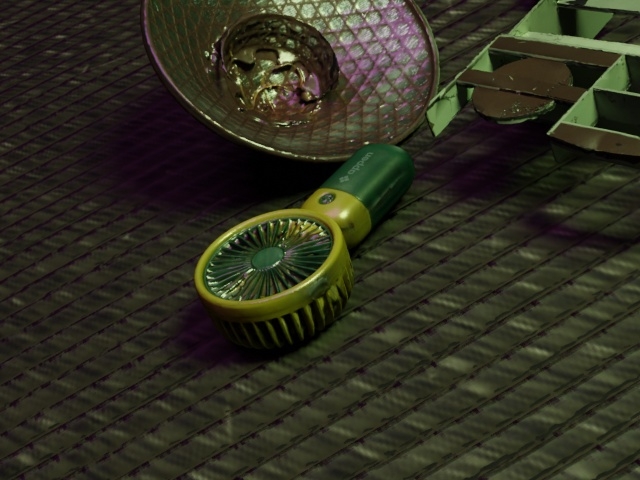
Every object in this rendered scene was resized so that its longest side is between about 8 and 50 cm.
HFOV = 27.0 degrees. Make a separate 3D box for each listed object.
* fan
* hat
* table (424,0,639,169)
[{"bbox_3d":[0.000,0.000,0.719,0.082,0.039,0.155,13,47,41],"label":"fan"},{"bbox_3d":[-0.027,-0.106,0.849,0.193,0.082,0.193,10,54,-15],"label":"hat"},{"bbox_3d":[0.168,-0.088,0.720,0.146,0.062,0.175,18,55,43],"label":"table"}]
